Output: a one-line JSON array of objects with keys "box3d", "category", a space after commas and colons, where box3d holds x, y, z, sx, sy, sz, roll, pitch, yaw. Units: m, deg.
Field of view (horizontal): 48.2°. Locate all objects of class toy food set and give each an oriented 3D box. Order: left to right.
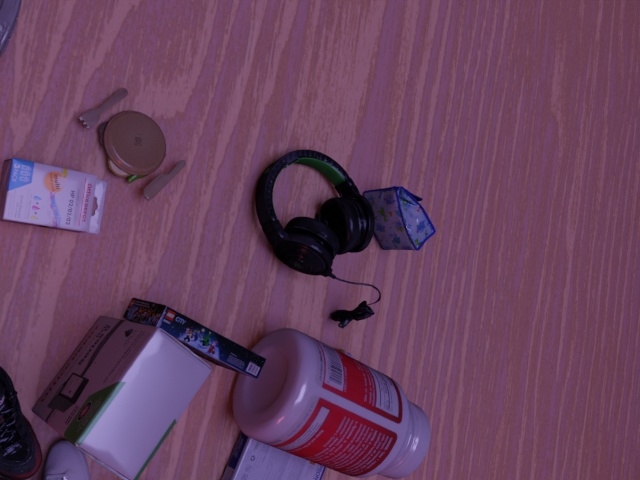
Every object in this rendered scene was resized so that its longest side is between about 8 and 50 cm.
[{"box3d": [-0.351, -0.178, 1.334, 0.192, 0.038, 0.132, 53, 54, -18], "category": "toy food set"}]

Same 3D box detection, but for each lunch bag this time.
[{"box3d": [0.176, -0.058, 1.663, 0.096, 0.128, 0.151, -45, 113, -29], "category": "lunch bag"}]

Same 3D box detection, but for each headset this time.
[{"box3d": [0.000, 0.000, 1.556, 0.243, 0.185, 0.394, -31, 93, -36], "category": "headset"}]

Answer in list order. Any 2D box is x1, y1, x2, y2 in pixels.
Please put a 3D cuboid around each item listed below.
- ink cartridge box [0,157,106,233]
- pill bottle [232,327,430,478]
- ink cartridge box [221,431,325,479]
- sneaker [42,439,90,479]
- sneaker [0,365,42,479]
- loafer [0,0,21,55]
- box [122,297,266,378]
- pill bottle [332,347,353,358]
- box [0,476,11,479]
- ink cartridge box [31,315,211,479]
[{"box3d": [-0.453, -0.072, 1.237, 0.181, 0.061, 0.104, 10, 85, -37], "category": "ink cartridge box"}, {"box3d": [0.037, 0.360, 1.501, 0.407, 0.229, 0.229, 32, 72, -32], "category": "pill bottle"}, {"box3d": [-0.112, 0.528, 1.505, 0.224, 0.045, 0.223, 34, 71, -33], "category": "ink cartridge box"}, {"box3d": [-0.443, 0.439, 1.195, 0.080, 0.094, 0.212, -4, 67, 5], "category": "sneaker"}, {"box3d": [-0.526, 0.279, 1.141, 0.097, 0.135, 0.276, -35, 112, -33], "category": "sneaker"}, {"box3d": [-0.570, -0.301, 1.119, 0.111, 0.112, 0.320, 31, 73, -41], "category": "loafer"}, {"box3d": [-0.236, 0.183, 1.340, 0.233, 0.159, 0.044, 35, 72, -32], "category": "box"}, {"box3d": [0.032, 0.265, 1.611, 0.083, 0.043, 0.043, 13, 83, -37], "category": "pill bottle"}, {"box3d": [-0.571, 0.422, 1.090, 0.247, 0.163, 0.142, 32, 70, -32], "category": "box"}, {"box3d": [-0.339, 0.249, 1.186, 0.121, 0.289, 0.211, 44, 66, -25], "category": "ink cartridge box"}]
